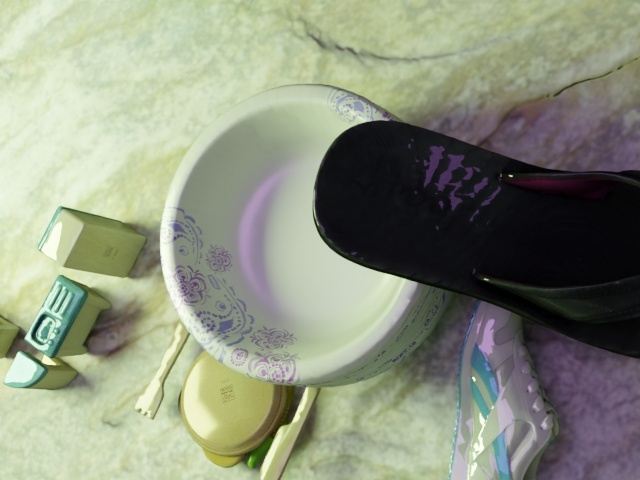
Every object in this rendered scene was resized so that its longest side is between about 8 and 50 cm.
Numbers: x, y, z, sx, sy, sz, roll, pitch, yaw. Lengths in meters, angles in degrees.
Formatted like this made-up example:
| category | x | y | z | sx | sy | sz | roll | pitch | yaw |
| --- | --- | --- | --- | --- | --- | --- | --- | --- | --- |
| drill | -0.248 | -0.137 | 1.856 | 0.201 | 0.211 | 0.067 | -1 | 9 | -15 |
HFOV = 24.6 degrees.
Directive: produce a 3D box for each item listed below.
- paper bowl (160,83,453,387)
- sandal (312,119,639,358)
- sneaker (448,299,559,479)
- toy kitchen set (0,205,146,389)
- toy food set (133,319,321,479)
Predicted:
| category | x | y | z | sx | sy | sz | roll | pitch | yaw |
| --- | --- | --- | --- | --- | --- | --- | --- | --- | --- |
| paper bowl | 0.000 | 0.000 | 1.422 | 0.284 | 0.148 | 0.284 | -4 | 81 | 24 |
| sandal | 0.212 | 0.002 | 1.257 | 0.445 | 0.107 | 0.168 | 10 | 82 | -3 |
| sneaker | 0.176 | 0.147 | 1.364 | 0.092 | 0.087 | 0.229 | 4 | 91 | 18 |
| toy kitchen set | -0.322 | 0.042 | 1.576 | 0.166 | 0.122 | 0.207 | 31 | 96 | 25 |
| toy food set | -0.088 | 0.164 | 1.506 | 0.192 | 0.038 | 0.132 | 25 | 86 | 30 |
